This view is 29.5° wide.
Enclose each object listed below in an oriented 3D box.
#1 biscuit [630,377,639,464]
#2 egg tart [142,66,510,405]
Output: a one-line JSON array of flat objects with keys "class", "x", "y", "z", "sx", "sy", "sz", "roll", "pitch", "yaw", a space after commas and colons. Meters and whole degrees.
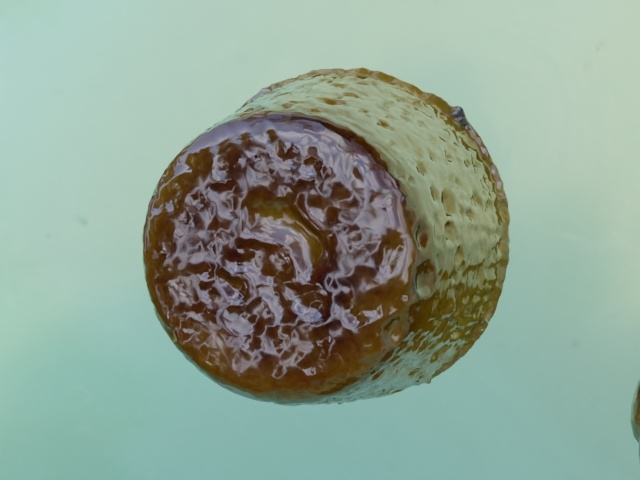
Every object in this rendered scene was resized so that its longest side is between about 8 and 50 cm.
[{"class": "biscuit", "x": 0.423, "y": 0.215, "z": 1.115, "sx": 0.107, "sy": 0.326, "sz": 0.325, "roll": 126, "pitch": 156, "yaw": -48}, {"class": "egg tart", "x": 0.000, "y": 0.000, "z": 0.661, "sx": 0.203, "sy": 0.147, "sz": 0.202, "roll": 1, "pitch": 93, "yaw": 13}]
